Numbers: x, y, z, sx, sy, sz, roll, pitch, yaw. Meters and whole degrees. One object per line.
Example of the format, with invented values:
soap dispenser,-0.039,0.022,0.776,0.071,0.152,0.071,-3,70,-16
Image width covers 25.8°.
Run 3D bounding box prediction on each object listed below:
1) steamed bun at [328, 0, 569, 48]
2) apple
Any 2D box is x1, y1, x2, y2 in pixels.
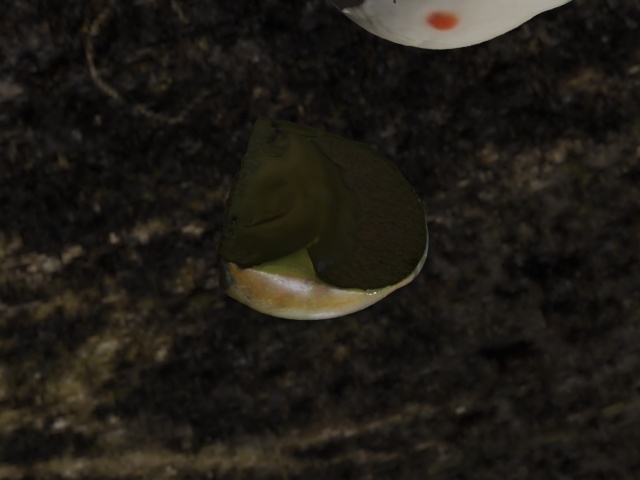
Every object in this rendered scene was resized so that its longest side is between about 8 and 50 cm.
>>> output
steamed bun,0.077,-0.185,0.553,0.130,0.228,0.177,12,-170,-23
apple,0.000,0.000,1.307,0.193,0.265,0.120,17,124,-5
